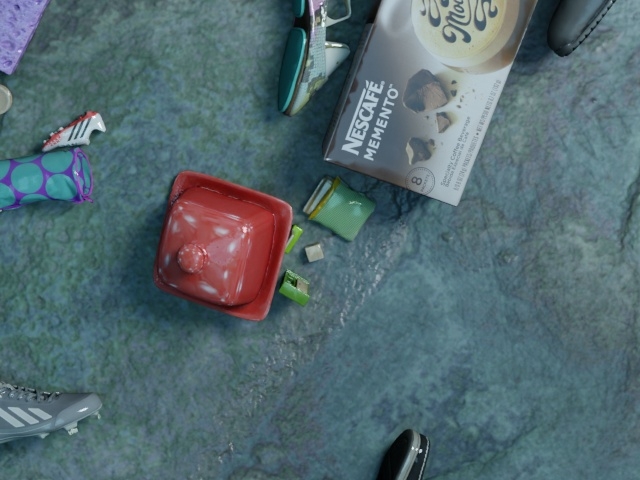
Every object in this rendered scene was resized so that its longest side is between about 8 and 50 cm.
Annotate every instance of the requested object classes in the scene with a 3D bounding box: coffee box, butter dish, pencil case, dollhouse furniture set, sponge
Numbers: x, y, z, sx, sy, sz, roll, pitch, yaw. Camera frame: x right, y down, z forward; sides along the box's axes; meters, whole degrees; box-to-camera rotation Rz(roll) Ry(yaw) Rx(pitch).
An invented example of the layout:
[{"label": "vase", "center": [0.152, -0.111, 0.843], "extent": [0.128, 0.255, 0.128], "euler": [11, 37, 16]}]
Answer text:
[{"label": "coffee box", "center": [0.127, -0.210, 1.399], "extent": [0.168, 0.119, 0.297], "euler": [20, 103, -6]}, {"label": "butter dish", "center": [-0.134, 0.013, 1.443], "extent": [0.160, 0.118, 0.160], "euler": [19, 103, 14]}, {"label": "pencil case", "center": [-0.353, -0.067, 1.463], "extent": [0.151, 0.064, 0.070], "euler": [-10, 88, 3]}, {"label": "dollhouse furniture set", "center": [0.000, 0.000, 1.483], "extent": [0.076, 0.058, 0.152], "euler": [31, 102, -8]}, {"label": "sponge", "center": [-0.366, -0.313, 1.418], "extent": [0.117, 0.031, 0.210], "euler": [29, 102, -7]}]

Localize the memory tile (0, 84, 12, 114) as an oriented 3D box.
[{"label": "memory tile", "center": [-0.455, -0.156, 1.467], "extent": [0.113, 0.012, 0.148], "euler": [44, 100, -10]}]

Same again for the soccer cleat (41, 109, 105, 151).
[{"label": "soccer cleat", "center": [-0.298, -0.125, 1.467], "extent": [0.083, 0.029, 0.036], "euler": [-33, 98, 3]}]

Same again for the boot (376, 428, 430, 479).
[{"label": "boot", "center": [0.153, 0.361, 1.563], "extent": [0.178, 0.085, 0.236], "euler": [14, 110, -6]}]

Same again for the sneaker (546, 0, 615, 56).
[{"label": "sneaker", "center": [0.307, -0.374, 1.367], "extent": [0.146, 0.122, 0.331], "euler": [25, 96, 0]}]

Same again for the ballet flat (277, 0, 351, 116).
[{"label": "ballet flat", "center": [-0.003, -0.252, 1.419], "extent": [0.079, 0.077, 0.222], "euler": [-1, 105, -20]}]

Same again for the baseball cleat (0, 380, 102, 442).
[{"label": "baseball cleat", "center": [-0.383, 0.203, 1.528], "extent": [0.205, 0.072, 0.109], "euler": [-16, 97, 0]}]
